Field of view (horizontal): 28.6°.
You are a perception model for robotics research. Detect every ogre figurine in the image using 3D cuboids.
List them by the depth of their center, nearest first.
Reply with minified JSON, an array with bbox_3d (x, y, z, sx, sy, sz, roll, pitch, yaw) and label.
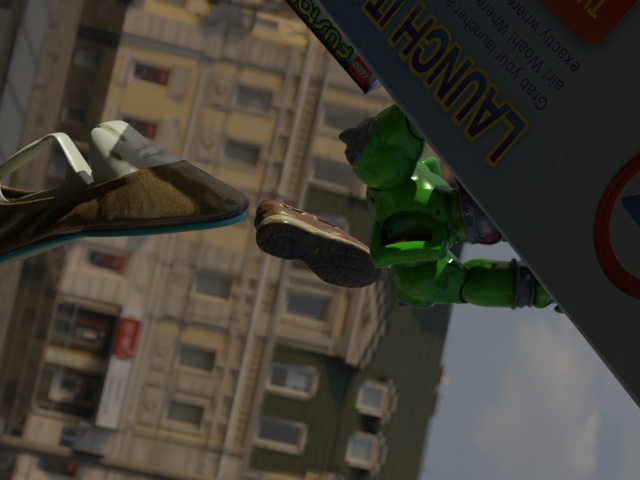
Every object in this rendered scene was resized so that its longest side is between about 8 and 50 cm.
[{"bbox_3d":[0.085,-0.027,0.764,0.197,0.118,0.097,63,15,-52],"label":"ogre figurine"}]

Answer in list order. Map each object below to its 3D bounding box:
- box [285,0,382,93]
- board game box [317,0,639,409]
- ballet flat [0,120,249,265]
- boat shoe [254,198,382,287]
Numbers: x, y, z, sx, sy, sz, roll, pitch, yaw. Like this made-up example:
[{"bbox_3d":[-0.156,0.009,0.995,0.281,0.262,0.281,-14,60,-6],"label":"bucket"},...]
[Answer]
[{"bbox_3d":[0.013,-0.253,1.189,0.036,0.207,0.114,-31,167,-40],"label":"box"},{"bbox_3d":[0.142,-0.140,0.370,0.302,0.086,0.308,-50,-133,20],"label":"board game box"},{"bbox_3d":[-0.236,-0.051,1.263,0.116,0.342,0.124,-19,99,-63],"label":"ballet flat"},{"bbox_3d":[-0.001,0.000,1.448,0.064,0.178,0.060,-46,-143,28],"label":"boat shoe"}]
